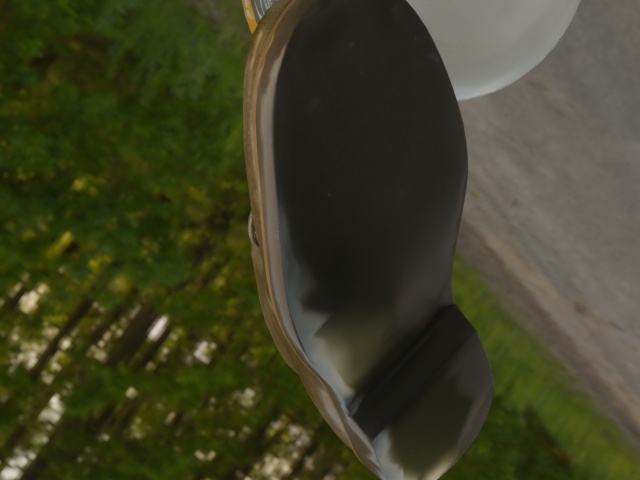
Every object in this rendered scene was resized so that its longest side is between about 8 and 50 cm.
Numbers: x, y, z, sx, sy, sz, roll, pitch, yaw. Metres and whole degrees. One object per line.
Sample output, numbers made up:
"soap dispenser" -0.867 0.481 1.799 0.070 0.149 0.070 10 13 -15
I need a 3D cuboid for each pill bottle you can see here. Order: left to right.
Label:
"pill bottle" 0.037 -0.158 0.761 0.162 0.162 0.278 37 177 -11

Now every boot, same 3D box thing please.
"boot" 0.000 0.000 0.584 0.115 0.112 0.305 36 155 34
